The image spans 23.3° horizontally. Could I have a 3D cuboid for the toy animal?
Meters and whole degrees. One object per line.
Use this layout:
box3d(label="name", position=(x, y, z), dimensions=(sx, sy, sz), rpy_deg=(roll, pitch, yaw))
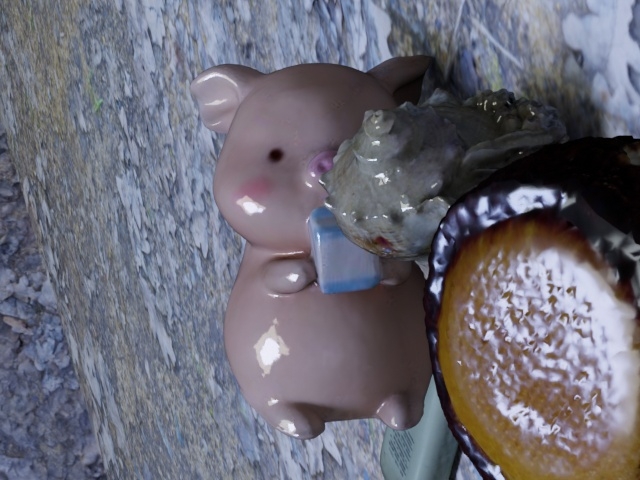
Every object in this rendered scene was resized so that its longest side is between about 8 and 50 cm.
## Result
box3d(label="toy animal", position=(0.000, -0.003, 1.199), dimensions=(0.213, 0.195, 0.256), rpy_deg=(-111, 21, -72))

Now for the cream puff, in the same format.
box3d(label="cream puff", position=(0.171, 0.055, 0.866), dimensions=(0.239, 0.165, 0.239), rpy_deg=(23, 120, 48))

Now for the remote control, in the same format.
box3d(label="remote control", position=(0.095, 0.127, 1.341), dimensions=(0.309, 0.038, 0.090), rpy_deg=(98, 154, -43))

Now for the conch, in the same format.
box3d(label="conch", position=(0.111, -0.014, 1.054), dimensions=(0.245, 0.163, 0.178), rpy_deg=(50, -177, -44))
